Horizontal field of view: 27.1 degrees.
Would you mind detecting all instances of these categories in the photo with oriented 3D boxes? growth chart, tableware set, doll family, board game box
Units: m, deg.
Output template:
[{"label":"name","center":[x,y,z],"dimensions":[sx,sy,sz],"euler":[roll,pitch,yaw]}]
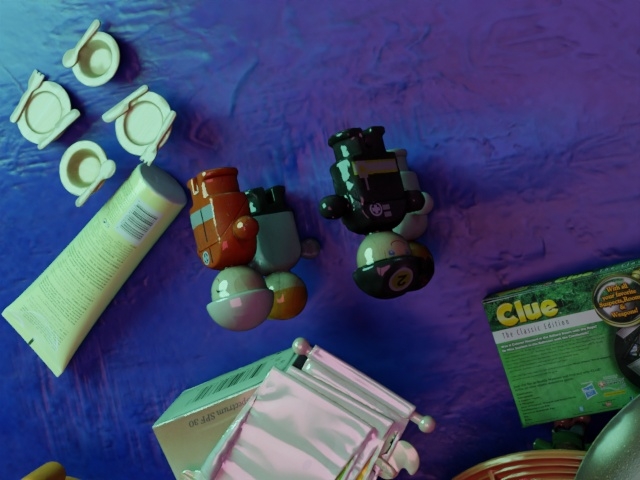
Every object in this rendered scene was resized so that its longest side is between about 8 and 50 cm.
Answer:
[{"label":"growth chart","center":[-0.021,0.209,1.225],"dimensions":[0.172,0.021,0.237],"euler":[40,103,-1]},{"label":"tableware set","center":[-0.227,-0.123,1.311],"dimensions":[0.141,0.020,0.168],"euler":[-44,70,12]},{"label":"doll family","center":[0.299,0.207,1.242],"dimensions":[0.193,0.111,0.076],"euler":[-8,100,13]},{"label":"board game box","center":[0.291,0.087,1.237],"dimensions":[0.260,0.030,0.136],"euler":[-14,101,26]}]

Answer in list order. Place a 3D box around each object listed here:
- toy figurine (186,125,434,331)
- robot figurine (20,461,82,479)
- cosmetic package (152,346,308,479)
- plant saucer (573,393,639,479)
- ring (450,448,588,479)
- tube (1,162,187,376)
[{"label":"toy figurine","center":[0.000,0.000,1.210],"dimensions":[0.213,0.209,0.148],"euler":[-15,81,11]},{"label":"robot figurine","center":[-0.277,0.318,1.331],"dimensions":[0.128,0.219,0.158],"euler":[39,106,2]},{"label":"cosmetic package","center":[-0.028,0.271,1.315],"dimensions":[0.153,0.129,0.296],"euler":[-25,96,13]},{"label":"plant saucer","center":[0.369,0.248,1.145],"dimensions":[0.311,0.050,0.310],"euler":[-2,108,-5]},{"label":"ring","center":[0.247,0.336,1.261],"dimensions":[0.337,0.032,0.336],"euler":[9,125,13]},{"label":"tube","center":[-0.229,0.025,1.348],"dimensions":[0.062,0.070,0.240],"euler":[27,113,-35]}]
